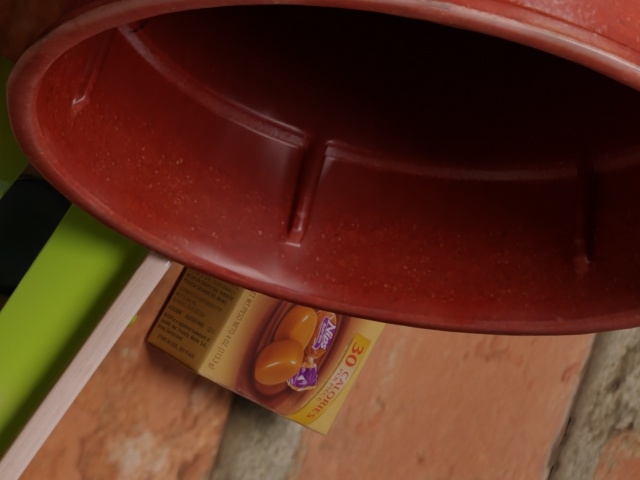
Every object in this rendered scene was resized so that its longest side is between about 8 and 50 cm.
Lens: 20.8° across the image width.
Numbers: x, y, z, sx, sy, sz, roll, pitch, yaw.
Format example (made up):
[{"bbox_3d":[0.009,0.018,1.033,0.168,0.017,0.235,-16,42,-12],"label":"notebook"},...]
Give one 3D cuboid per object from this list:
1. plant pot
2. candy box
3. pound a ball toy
[{"bbox_3d":[0.048,-0.136,0.656,0.272,0.272,0.265,33,60,-43],"label":"plant pot"},{"bbox_3d":[0.000,0.000,0.939,0.109,0.053,0.186,33,86,-43],"label":"candy box"},{"bbox_3d":[-0.159,0.101,0.762,0.208,0.136,0.319,35,81,-7],"label":"pound a ball toy"}]
